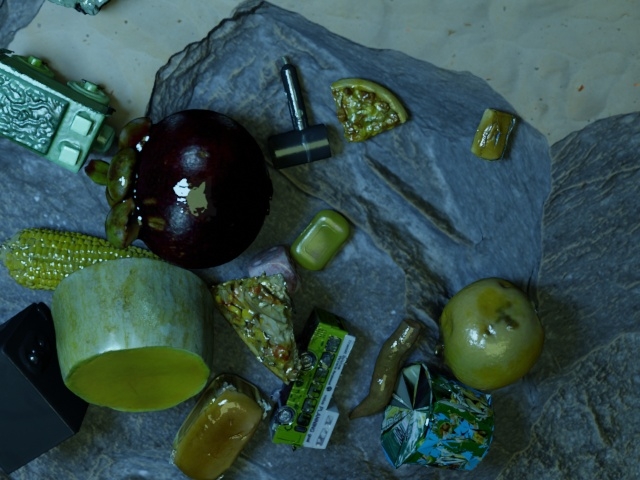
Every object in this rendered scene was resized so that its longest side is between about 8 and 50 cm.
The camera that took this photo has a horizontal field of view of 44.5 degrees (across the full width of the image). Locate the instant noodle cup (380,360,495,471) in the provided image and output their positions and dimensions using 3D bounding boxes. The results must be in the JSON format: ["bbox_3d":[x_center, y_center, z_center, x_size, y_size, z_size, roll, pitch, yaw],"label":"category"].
[{"bbox_3d":[0.262,0.400,1.726,0.178,0.240,0.240,20,105,-16],"label":"instant noodle cup"}]

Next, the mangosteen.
[{"bbox_3d":[-0.265,-0.100,1.468,0.346,0.307,0.307,4,107,-17],"label":"mangosteen"}]

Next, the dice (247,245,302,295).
[{"bbox_3d":[-0.096,0.072,1.653,0.091,0.094,0.093,-26,109,3],"label":"dice"}]

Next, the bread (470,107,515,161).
[{"bbox_3d":[0.358,-0.217,1.623,0.072,0.053,0.106,15,100,-13],"label":"bread"}]

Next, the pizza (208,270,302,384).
[{"bbox_3d":[-0.108,0.182,1.588,0.074,0.287,0.251,-37,99,-27],"label":"pizza"}]

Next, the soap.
[{"bbox_3d":[0.000,0.000,1.664,0.089,0.045,0.140,37,100,-17],"label":"soap"}]

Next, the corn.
[{"bbox_3d":[-0.485,0.050,1.597,0.346,0.130,0.130,10,106,-13],"label":"corn"}]

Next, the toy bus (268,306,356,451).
[{"bbox_3d":[-0.013,0.311,1.730,0.139,0.113,0.302,17,104,-14],"label":"toy bus"}]

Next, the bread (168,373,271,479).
[{"bbox_3d":[-0.228,0.424,1.747,0.136,0.107,0.241,32,102,-16],"label":"bread"}]

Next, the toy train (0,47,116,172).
[{"bbox_3d":[-0.519,-0.245,1.469,0.271,0.188,0.159,27,105,-14],"label":"toy train"}]

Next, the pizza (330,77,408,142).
[{"bbox_3d":[0.093,-0.256,1.591,0.174,0.046,0.134,14,106,-9],"label":"pizza"}]

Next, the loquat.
[{"bbox_3d":[0.355,0.203,1.668,0.243,0.244,0.244,-1,107,-4],"label":"loquat"}]

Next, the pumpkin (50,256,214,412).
[{"bbox_3d":[-0.372,0.207,1.553,0.332,0.199,0.332,-5,135,-5],"label":"pumpkin"}]

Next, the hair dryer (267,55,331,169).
[{"bbox_3d":[-0.057,-0.260,1.572,0.124,0.071,0.219,-11,101,-1],"label":"hair dryer"}]

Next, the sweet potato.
[{"bbox_3d":[0.145,0.307,1.766,0.067,0.059,0.281,22,103,-2],"label":"sweet potato"}]

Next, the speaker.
[{"bbox_3d":[-0.600,0.291,1.595,0.184,0.254,0.232,-31,107,6],"label":"speaker"}]

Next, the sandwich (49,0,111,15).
[{"bbox_3d":[-0.452,-0.554,1.408,0.325,0.131,0.262,17,104,-11],"label":"sandwich"}]
